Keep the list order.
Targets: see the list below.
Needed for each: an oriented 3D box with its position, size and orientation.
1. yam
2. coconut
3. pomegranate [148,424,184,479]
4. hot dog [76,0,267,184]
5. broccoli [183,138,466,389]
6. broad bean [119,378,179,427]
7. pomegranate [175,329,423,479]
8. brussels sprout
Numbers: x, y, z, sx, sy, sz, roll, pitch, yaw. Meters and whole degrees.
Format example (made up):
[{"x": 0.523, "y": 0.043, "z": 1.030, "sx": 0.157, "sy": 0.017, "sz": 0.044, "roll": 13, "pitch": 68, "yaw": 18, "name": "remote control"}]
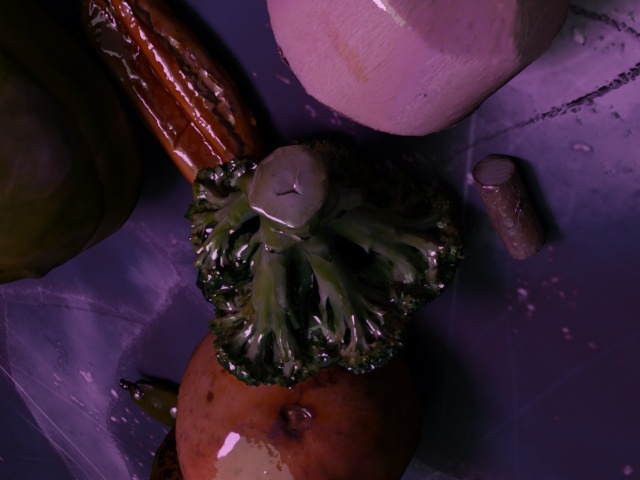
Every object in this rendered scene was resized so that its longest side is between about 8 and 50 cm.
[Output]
[{"x": 0.174, "y": -0.030, "z": 0.916, "sx": 0.043, "sy": 0.043, "sz": 0.094, "roll": -7, "pitch": 119, "yaw": 42, "name": "yam"}, {"x": 0.079, "y": -0.199, "z": 0.735, "sx": 0.224, "sy": 0.224, "sz": 0.234, "roll": 39, "pitch": 141, "yaw": 7, "name": "coconut"}, {"x": -0.090, "y": 0.325, "z": 1.299, "sx": 0.204, "sy": 0.276, "sz": 0.222, "roll": 147, "pitch": 121, "yaw": -73, "name": "pomegranate"}, {"x": -0.152, "y": -0.166, "z": 1.047, "sx": 0.115, "sy": 0.072, "sz": 0.269, "roll": -22, "pitch": 106, "yaw": 47, "name": "hot dog"}, {"x": 0.000, "y": 0.000, "z": 0.925, "sx": 0.269, "sy": 0.269, "sz": 0.254, "roll": -50, "pitch": 56, "yaw": 49, "name": "broccoli"}, {"x": -0.197, "y": 0.246, "z": 1.438, "sx": 0.213, "sy": 0.048, "sz": 0.070, "roll": 26, "pitch": 135, "yaw": 16, "name": "broad bean"}, {"x": -0.032, "y": 0.200, "z": 1.104, "sx": 0.281, "sy": 0.281, "sz": 0.281, "roll": 22, "pitch": 134, "yaw": 24, "name": "pomegranate"}, {"x": -0.358, "y": -0.101, "z": 1.102, "sx": 0.315, "sy": 0.276, "sz": 0.371, "roll": 49, "pitch": 156, "yaw": -18, "name": "brussels sprout"}]
